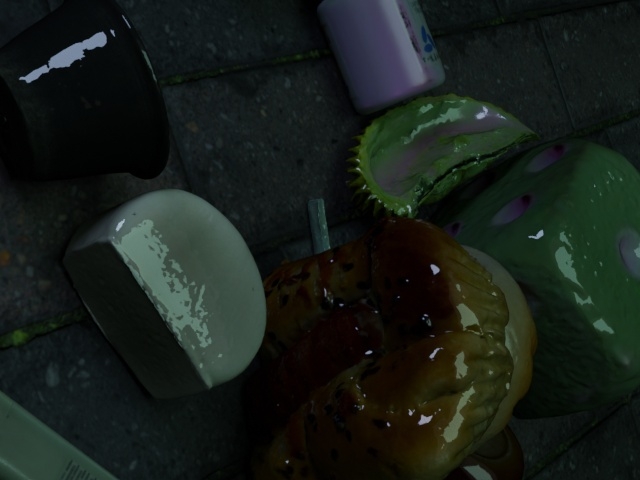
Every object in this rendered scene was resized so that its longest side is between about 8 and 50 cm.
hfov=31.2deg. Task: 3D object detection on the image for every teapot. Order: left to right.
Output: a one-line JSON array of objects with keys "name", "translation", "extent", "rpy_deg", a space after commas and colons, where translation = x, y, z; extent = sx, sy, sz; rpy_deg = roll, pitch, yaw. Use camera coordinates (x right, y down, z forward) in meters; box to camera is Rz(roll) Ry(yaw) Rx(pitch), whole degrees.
[{"name": "teapot", "translation": [0.184, 0.319, 1.661], "extent": [0.252, 0.135, 0.178], "rpy_deg": [8, 36, -26]}]

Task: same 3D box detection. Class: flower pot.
[{"name": "flower pot", "translation": [-0.287, -0.155, 1.270], "extent": [0.148, 0.235, 0.235], "rpy_deg": [-25, 96, -29]}]

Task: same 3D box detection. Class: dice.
[{"name": "dice", "translation": [0.344, 0.060, 1.753], "extent": [0.318, 0.330, 0.322], "rpy_deg": [52, 47, -15]}]

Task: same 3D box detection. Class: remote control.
[{"name": "remote control", "translation": [-0.317, 0.230, 1.220], "extent": [0.309, 0.038, 0.090], "rpy_deg": [44, 51, -27]}]

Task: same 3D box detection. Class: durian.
[{"name": "durian", "translation": [0.171, -0.131, 1.738], "extent": [0.352, 0.169, 0.158], "rpy_deg": [-31, 111, -34]}]

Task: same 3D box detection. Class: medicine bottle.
[{"name": "medicine bottle", "translation": [0.079, -0.329, 1.728], "extent": [0.152, 0.152, 0.254], "rpy_deg": [-26, 97, -47]}]

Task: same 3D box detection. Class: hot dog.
[{"name": "hot dog", "translation": [0.062, 0.158, 1.397], "extent": [0.196, 0.365, 0.367], "rpy_deg": [21, 61, -37]}]

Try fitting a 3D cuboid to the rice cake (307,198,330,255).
[{"name": "rice cake", "translation": [0.000, 0.000, 1.633], "extent": [0.021, 0.022, 0.121], "rpy_deg": [3, 76, -48]}]

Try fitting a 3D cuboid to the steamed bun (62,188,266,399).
[{"name": "steamed bun", "translation": [-0.170, 0.054, 1.347], "extent": [0.164, 0.146, 0.241], "rpy_deg": [-45, 108, -41]}]

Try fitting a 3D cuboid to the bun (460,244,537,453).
[{"name": "bun", "translation": [0.175, 0.159, 1.546], "extent": [0.165, 0.299, 0.299], "rpy_deg": [23, 62, -33]}]
